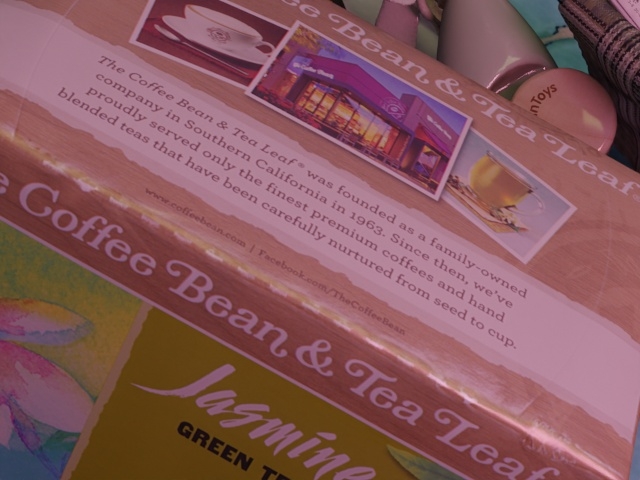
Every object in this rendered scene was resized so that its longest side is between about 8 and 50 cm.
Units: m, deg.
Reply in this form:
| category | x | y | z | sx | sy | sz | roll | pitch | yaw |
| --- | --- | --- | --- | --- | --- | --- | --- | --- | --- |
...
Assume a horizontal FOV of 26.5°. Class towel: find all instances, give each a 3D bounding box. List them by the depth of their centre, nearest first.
| category | x | y | z | sx | sy | sz | roll | pitch | yaw |
| --- | --- | --- | --- | --- | --- | --- | --- | --- | --- |
| towel | 0.306 | -0.032 | 1.051 | 0.312 | 0.056 | 0.324 | 50 | 6 | 22 |

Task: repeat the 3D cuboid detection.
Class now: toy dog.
| category | x | y | z | sx | sy | sz | roll | pitch | yaw |
| --- | --- | --- | --- | --- | --- | --- | --- | --- | --- |
| toy dog | 0.092 | -0.141 | 1.093 | 0.161 | 0.220 | 0.333 | -31 | 56 | -5 |

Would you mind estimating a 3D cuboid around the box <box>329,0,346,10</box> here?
| category | x | y | z | sx | sy | sz | roll | pitch | yaw |
| --- | --- | --- | --- | --- | --- | --- | --- | --- | --- |
| box | -0.113 | -0.136 | 1.033 | 0.307 | 0.076 | 0.242 | 1 | 50 | -27 |

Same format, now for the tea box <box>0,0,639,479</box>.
| category | x | y | z | sx | sy | sz | roll | pitch | yaw |
| --- | --- | --- | --- | --- | --- | --- | --- | --- | --- |
| tea box | -0.049 | 0.060 | 0.698 | 0.329 | 0.323 | 0.220 | 28 | 39 | 0 |

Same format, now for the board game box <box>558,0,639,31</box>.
| category | x | y | z | sx | sy | sz | roll | pitch | yaw |
| --- | --- | --- | --- | --- | --- | --- | --- | --- | --- |
| board game box | 0.309 | -0.118 | 1.111 | 0.305 | 0.053 | 0.193 | 46 | 6 | -17 |
